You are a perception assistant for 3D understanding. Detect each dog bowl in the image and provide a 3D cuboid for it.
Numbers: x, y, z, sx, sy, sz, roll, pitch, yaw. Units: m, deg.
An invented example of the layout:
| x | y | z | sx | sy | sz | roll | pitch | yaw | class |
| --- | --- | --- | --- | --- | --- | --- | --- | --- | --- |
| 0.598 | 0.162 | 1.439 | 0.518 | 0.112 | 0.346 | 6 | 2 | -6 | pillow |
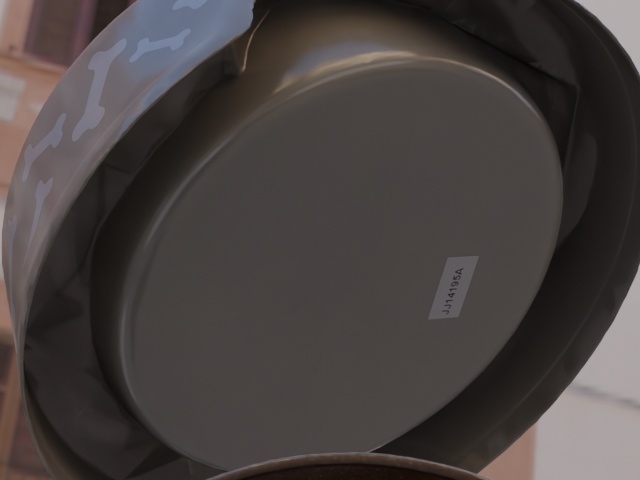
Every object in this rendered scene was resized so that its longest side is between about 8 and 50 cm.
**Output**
| x | y | z | sx | sy | sz | roll | pitch | yaw | class |
| --- | --- | --- | --- | --- | --- | --- | --- | --- | --- |
| 0.000 | 0.000 | 0.849 | 0.349 | 0.102 | 0.348 | -17 | -49 | -21 | dog bowl |

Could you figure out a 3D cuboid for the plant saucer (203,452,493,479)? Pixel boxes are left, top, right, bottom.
| x | y | z | sx | sy | sz | roll | pitch | yaw | class |
| --- | --- | --- | --- | --- | --- | --- | --- | --- | --- |
| 0.010 | 0.150 | 0.481 | 0.199 | 0.198 | 0.036 | 6 | 12 | 2 | plant saucer |
